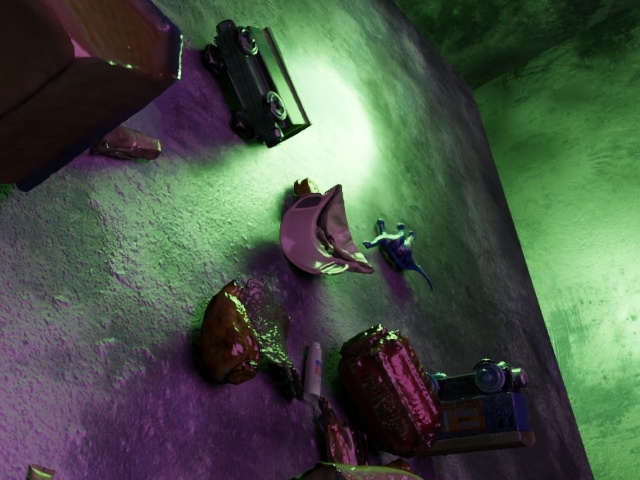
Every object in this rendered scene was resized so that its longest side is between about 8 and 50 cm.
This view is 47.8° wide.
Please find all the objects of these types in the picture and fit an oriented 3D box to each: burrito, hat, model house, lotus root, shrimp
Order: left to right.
[{"bbox_3d":[-0.415,-0.279,0.934,0.382,0.334,0.342,59,17,1],"label":"model house"},{"bbox_3d":[-0.331,-0.167,1.240,0.149,0.041,0.055,3,78,-59],"label":"burrito"},{"bbox_3d":[-0.157,0.155,1.228,0.108,0.094,0.191,67,6,-54],"label":"lotus root"},{"bbox_3d":[0.000,0.000,1.650,0.225,0.164,0.220,-17,85,-23],"label":"hat"},{"bbox_3d":[0.064,0.427,1.411,0.145,0.059,0.255,20,50,-57],"label":"shrimp"}]

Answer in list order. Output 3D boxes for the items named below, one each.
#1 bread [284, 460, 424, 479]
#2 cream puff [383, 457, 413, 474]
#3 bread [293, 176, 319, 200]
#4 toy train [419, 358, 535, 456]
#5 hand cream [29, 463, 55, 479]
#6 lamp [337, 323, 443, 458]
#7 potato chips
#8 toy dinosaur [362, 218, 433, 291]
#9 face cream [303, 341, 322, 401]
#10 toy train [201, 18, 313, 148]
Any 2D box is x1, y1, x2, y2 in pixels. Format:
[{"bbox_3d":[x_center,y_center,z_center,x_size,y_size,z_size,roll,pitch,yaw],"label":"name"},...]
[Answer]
[{"bbox_3d":[0.102,0.535,1.180,0.264,0.239,0.396,-2,66,-56],"label":"bread"},{"bbox_3d":[0.167,0.501,1.519,0.083,0.058,0.083,-2,90,-52],"label":"cream puff"},{"bbox_3d":[-0.030,-0.112,1.717,0.083,0.046,0.081,63,22,2],"label":"bread"},{"bbox_3d":[0.344,0.393,1.683,0.131,0.299,0.202,19,60,-55],"label":"toy train"},{"bbox_3d":[-0.335,0.315,0.850,0.035,0.022,0.102,39,31,-39],"label":"hand cream"},{"bbox_3d":[0.149,0.318,1.528,0.274,0.177,0.177,64,27,-1],"label":"lamp"},{"bbox_3d":[-0.084,0.190,1.356,0.228,0.059,0.167,54,19,-20],"label":"potato chips"},{"bbox_3d":[0.221,0.019,2.019,0.329,0.076,0.145,34,47,-41],"label":"toy dinosaur"},{"bbox_3d":[-0.014,0.258,1.443,0.034,0.034,0.130,45,32,-33],"label":"face cream"},{"bbox_3d":[-0.141,-0.355,1.650,0.301,0.120,0.202,66,25,2],"label":"toy train"}]
